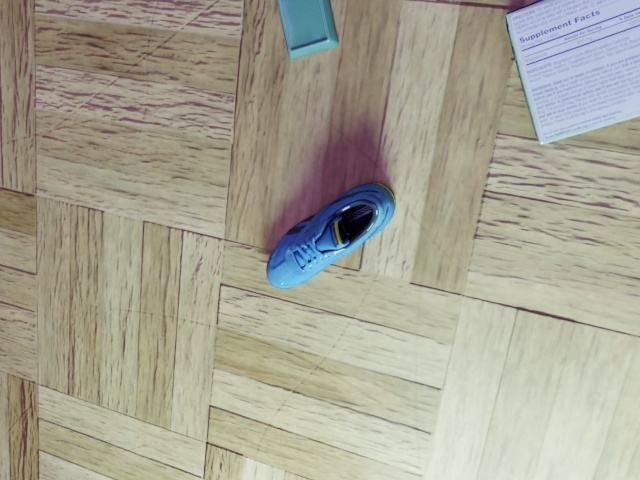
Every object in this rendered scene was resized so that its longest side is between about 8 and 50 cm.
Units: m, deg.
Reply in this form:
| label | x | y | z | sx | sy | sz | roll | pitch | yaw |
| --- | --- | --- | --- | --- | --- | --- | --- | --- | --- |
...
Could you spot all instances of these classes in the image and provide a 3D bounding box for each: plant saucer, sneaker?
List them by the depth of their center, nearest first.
| label | x | y | z | sx | sy | sz | roll | pitch | yaw |
| --- | --- | --- | --- | --- | --- | --- | --- | --- | --- |
| plant saucer | -0.031 | -0.321 | 0.674 | 0.067 | 0.018 | 0.192 | -9 | 99 | 21 |
| sneaker | 0.000 | 0.000 | 0.706 | 0.209 | 0.082 | 0.069 | -35 | 92 | 24 |

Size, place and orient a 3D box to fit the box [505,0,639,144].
| label | x | y | z | sx | sy | sz | roll | pitch | yaw |
| --- | --- | --- | --- | --- | --- | --- | --- | --- | --- |
| box | 0.267 | -0.182 | 0.572 | 0.126 | 0.072 | 0.137 | -15 | 98 | 22 |
